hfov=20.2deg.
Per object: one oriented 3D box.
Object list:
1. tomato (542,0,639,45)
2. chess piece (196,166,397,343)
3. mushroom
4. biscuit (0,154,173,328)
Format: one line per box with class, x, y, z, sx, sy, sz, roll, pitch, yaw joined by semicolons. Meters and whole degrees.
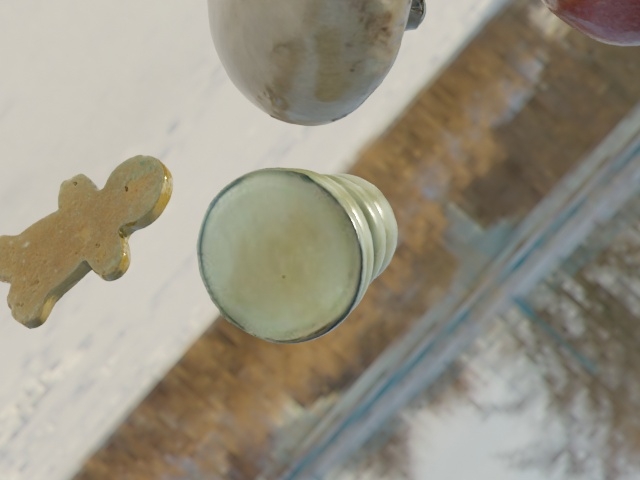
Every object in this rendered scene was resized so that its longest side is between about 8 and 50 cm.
tomato;0.377;-0.367;2.235;0.265;0.265;0.265;-48;179;-1
chess piece;0.000;0.000;1.957;0.182;0.182;0.330;-48;173;15
mushroom;0.021;-0.314;2.132;0.362;0.295;0.362;-179;-90;-73
biscuit;-0.256;-0.006;1.954;0.234;0.153;0.030;-39;144;7
